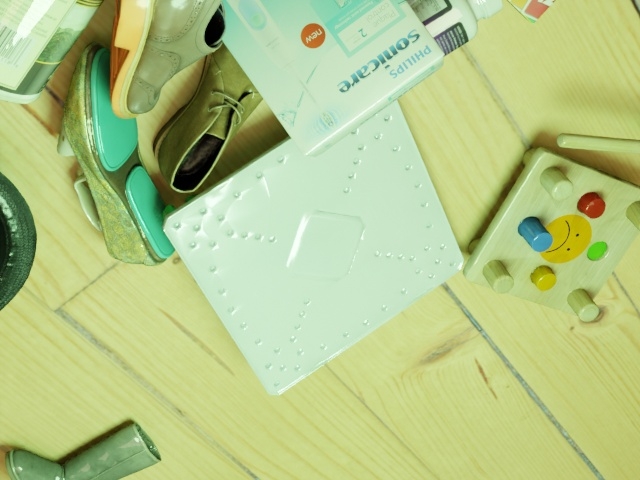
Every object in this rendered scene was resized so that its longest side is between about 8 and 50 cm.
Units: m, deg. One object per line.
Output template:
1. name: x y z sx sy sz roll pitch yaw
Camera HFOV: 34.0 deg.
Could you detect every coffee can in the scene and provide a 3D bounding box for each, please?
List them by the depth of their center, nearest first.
1. coffee can: -0.349 -0.331 1.244 0.202 0.201 0.275 30 110 -30

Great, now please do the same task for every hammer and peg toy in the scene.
1. hammer and peg toy: 0.413 -0.054 1.702 0.266 0.127 0.361 17 115 -24

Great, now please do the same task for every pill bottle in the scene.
1. pill bottle: 0.152 -0.307 1.467 0.194 0.108 0.108 -31 126 5

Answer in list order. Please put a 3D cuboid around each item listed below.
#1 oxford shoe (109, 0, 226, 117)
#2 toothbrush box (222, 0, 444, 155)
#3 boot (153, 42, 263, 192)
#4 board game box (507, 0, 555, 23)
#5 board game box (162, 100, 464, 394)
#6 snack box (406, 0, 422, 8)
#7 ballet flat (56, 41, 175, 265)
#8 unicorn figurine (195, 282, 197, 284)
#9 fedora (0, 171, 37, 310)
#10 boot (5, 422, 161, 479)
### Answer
1. oxford shoe: -0.185 -0.234 1.268 0.133 0.129 0.364 2 167 -13
2. toothbrush box: -0.012 -0.284 1.336 0.216 0.126 0.295 -34 90 7
3. boot: -0.124 -0.195 1.457 0.112 0.115 0.305 27 110 -26
4. board game box: 0.352 -0.444 1.485 0.124 0.039 0.259 33 105 -32
5. board game box: 0.000 0.000 1.614 0.390 0.050 0.390 -34 126 -8
6. snack box: 0.080 -0.367 1.402 0.100 0.037 0.141 -38 85 8
7. ballet flat: -0.304 -0.108 1.470 0.123 0.123 0.348 -18 124 -4
8. unicorn figurine: -0.133 0.020 1.627 0.162 0.060 0.111 -28 130 -1
9. fedora: -0.555 -0.014 1.421 0.334 0.152 0.334 -8 124 -11
10. boot: -0.398 0.369 1.770 0.209 0.076 0.189 -24 140 8
